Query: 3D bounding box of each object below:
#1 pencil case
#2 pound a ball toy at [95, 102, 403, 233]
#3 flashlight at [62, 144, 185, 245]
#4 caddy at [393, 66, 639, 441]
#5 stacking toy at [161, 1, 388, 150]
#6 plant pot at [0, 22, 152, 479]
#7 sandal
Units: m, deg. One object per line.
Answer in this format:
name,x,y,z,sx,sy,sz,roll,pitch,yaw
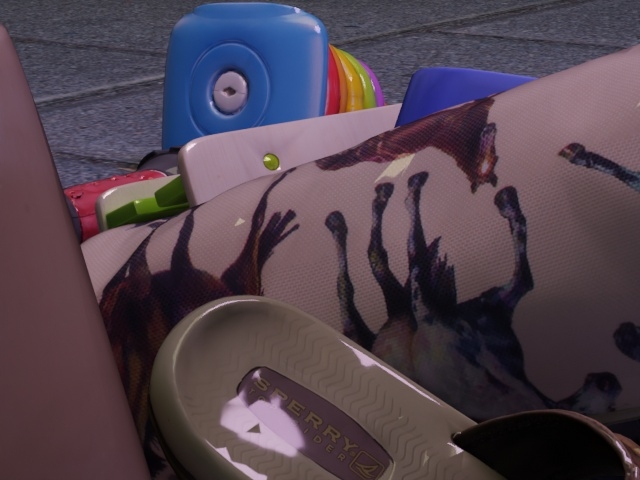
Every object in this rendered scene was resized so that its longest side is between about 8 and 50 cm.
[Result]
pencil case,0.077,0.028,0.822,0.410,0.160,0.183,-18,52,19
pound a ball toy,0.000,0.000,1.299,0.319,0.135,0.208,-11,-8,-37
flashlight,-0.163,-0.022,1.390,0.103,0.103,0.304,38,30,25
caddy,0.170,0.023,1.049,0.341,0.179,0.241,14,-4,45
stacking toy,-0.001,-0.125,1.766,0.175,0.165,0.302,4,-1,33
plant pot,-0.203,0.064,0.666,0.323,0.280,0.323,-1,14,0
sandal,0.071,0.107,0.688,0.303,0.086,0.120,29,44,7
